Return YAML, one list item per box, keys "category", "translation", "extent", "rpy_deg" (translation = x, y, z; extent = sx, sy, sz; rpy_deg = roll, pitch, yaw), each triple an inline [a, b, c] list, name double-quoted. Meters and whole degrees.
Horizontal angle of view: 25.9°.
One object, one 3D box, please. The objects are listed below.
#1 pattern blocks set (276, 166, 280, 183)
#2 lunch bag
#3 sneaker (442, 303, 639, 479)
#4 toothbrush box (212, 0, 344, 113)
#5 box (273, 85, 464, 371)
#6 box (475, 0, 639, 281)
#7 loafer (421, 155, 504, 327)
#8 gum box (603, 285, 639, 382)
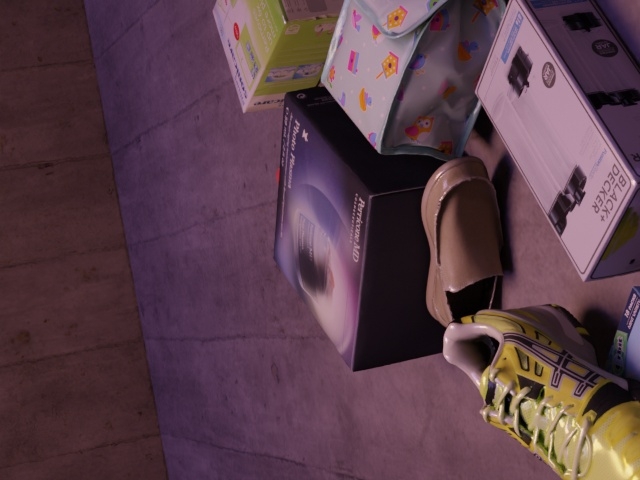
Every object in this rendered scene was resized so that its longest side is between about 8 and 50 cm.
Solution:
- category: "pattern blocks set"
  translation: [0.000, 0.000, 2.355]
  extent: [0.325, 0.026, 0.285]
  rpy_deg: [-174, 75, -68]
- category: "lunch bag"
  translation: [0.120, -0.264, 1.761]
  extent: [0.223, 0.160, 0.262]
  rpy_deg: [-122, 41, -51]
- category: "sneaker"
  translation: [0.250, 0.190, 1.469]
  extent: [0.385, 0.147, 0.145]
  rpy_deg: [-132, 47, -62]
- category: "toothbrush box"
  translation: [-0.066, -0.365, 2.231]
  extent: [0.283, 0.122, 0.206]
  rpy_deg: [123, 133, -62]
- category: "box"
  translation: [0.070, -0.028, 1.955]
  extent: [0.294, 0.182, 0.296]
  rpy_deg: [-128, 34, -48]
- category: "box"
  translation: [0.282, -0.121, 1.500]
  extent: [0.169, 0.087, 0.290]
  rpy_deg: [108, 146, -50]
- category: "loafer"
  translation: [0.191, 0.014, 1.789]
  extent: [0.092, 0.102, 0.268]
  rpy_deg: [-128, 25, -48]
- category: "gum box"
  translation: [0.357, 0.162, 1.443]
  extent: [0.184, 0.041, 0.157]
  rpy_deg: [-115, 32, -54]
